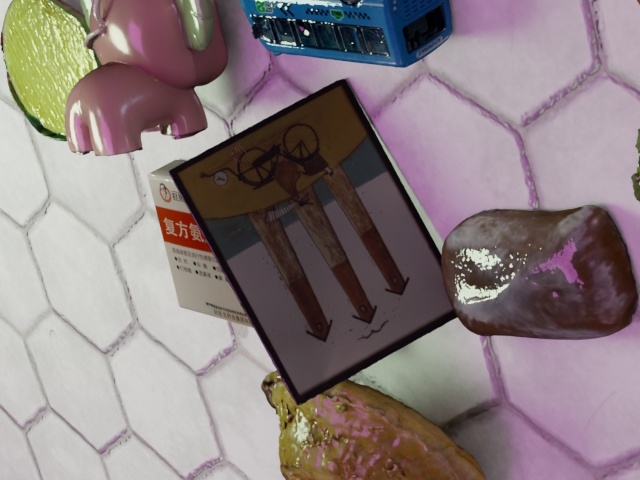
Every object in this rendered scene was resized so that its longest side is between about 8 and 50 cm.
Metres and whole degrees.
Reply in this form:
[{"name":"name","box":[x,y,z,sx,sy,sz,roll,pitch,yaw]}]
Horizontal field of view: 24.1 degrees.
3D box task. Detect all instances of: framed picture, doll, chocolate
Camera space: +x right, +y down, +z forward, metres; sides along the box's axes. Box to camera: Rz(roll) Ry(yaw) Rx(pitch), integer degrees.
[{"name":"framed picture","box":[0.000,0.000,1.806,0.324,0.244,0.013,61,174,2]},{"name":"doll","box":[-0.232,-0.260,1.911,0.284,0.216,0.268,8,112,49]},{"name":"chocolate","box":[0.230,0.048,1.689,0.254,0.080,0.157,-4,110,50]}]

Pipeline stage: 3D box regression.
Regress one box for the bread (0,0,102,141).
[{"name":"bread","box":[-0.390,-0.257,2.196,0.228,0.033,0.228,18,117,39]}]

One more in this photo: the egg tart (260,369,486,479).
[{"name":"egg tart","box":[0.055,0.287,1.918,0.341,0.132,0.341,28,160,11]}]

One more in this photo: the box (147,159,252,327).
[{"name":"box","box":[-0.086,0.016,2.046,0.353,0.069,0.214,11,121,43]}]

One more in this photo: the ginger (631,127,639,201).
[{"name":"ginger","box":[0.417,-0.067,1.403,0.290,0.089,0.137,-16,82,47]}]

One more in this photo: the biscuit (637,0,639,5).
[{"name":"biscuit","box":[0.325,-0.342,1.356,0.205,0.049,0.324,10,120,46]}]

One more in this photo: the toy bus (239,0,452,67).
[{"name":"toy bus","box":[0.024,-0.272,1.692,0.246,0.113,0.134,13,128,42]}]
